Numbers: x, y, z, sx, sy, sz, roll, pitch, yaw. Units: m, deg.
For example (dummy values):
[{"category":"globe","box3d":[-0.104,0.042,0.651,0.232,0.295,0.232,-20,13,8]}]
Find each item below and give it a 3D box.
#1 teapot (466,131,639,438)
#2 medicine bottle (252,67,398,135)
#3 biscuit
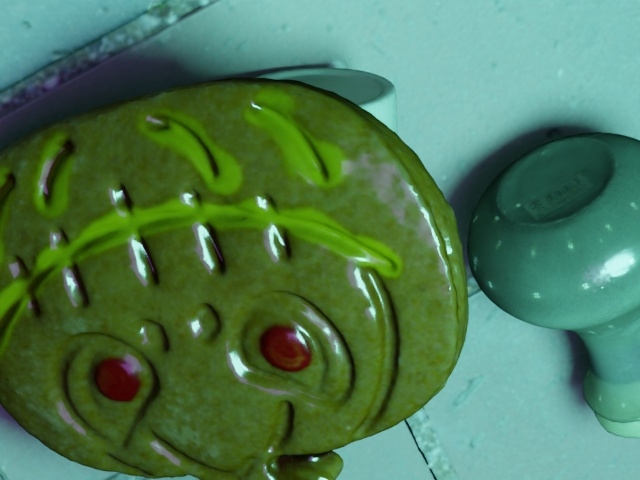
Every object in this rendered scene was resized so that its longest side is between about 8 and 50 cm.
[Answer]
[{"category":"teapot","box3d":[0.235,0.042,1.544,0.183,0.183,0.251,-33,125,-3]},{"category":"medicine bottle","box3d":[0.000,0.000,1.468,0.144,0.144,0.252,-7,108,-14]},{"category":"biscuit","box3d":[-0.082,0.054,1.394,0.394,0.070,0.350,-20,103,22]}]
